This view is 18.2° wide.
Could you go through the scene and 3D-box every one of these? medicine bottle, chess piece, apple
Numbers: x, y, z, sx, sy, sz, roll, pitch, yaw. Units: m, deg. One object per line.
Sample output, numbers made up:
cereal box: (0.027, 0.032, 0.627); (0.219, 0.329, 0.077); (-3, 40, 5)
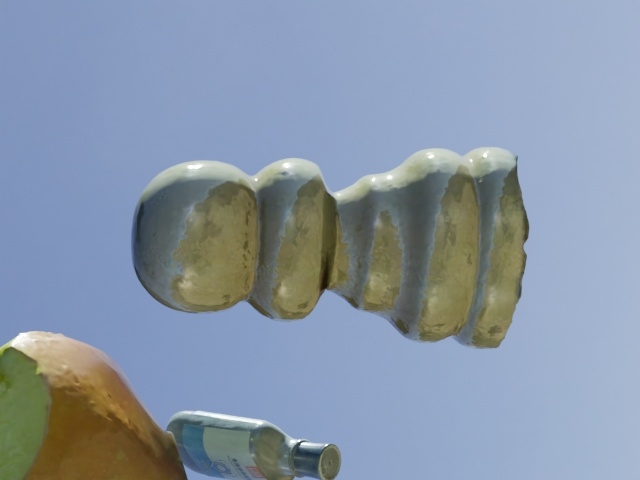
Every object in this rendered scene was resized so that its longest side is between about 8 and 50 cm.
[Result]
medicine bottle: (-0.073, 0.233, 2.199); (0.054, 0.208, 0.090); (-59, -44, -31)
chess piece: (0.000, 0.000, 1.282); (0.133, 0.243, 0.133); (-177, 90, -82)
apple: (-0.285, 0.238, 1.761); (0.374, 0.384, 0.374); (-23, -6, -3)
